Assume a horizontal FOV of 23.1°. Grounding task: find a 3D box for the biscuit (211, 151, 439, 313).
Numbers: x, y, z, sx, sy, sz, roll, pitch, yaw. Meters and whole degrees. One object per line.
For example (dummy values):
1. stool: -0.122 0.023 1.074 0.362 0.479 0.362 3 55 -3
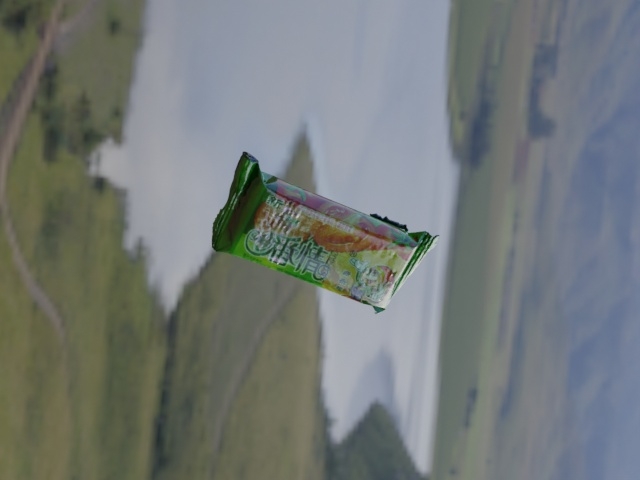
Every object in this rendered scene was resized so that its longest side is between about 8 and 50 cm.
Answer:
1. biscuit: 0.000 0.000 0.647 0.016 0.089 0.046 -95 -151 -61
